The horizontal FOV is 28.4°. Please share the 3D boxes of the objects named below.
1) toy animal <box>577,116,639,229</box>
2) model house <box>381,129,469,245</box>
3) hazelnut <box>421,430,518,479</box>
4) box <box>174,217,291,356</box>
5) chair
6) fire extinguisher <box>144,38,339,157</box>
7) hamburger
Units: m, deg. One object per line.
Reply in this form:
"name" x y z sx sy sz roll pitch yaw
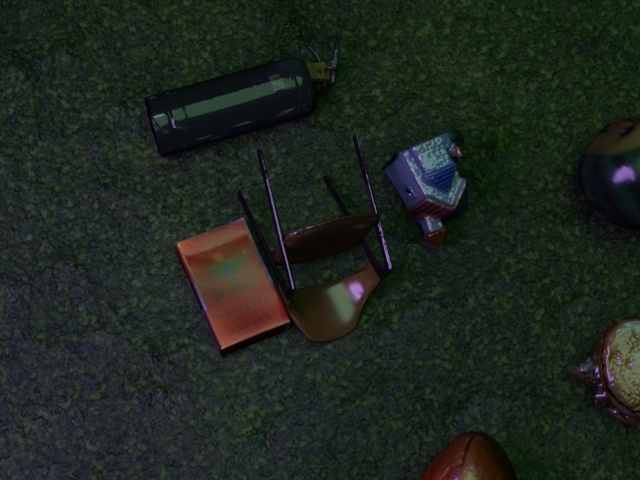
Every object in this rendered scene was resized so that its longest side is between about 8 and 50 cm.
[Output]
"toy animal" 0.549 -0.130 1.886 0.338 0.216 0.191 -30 102 -11
"model house" 0.176 -0.073 1.867 0.119 0.148 0.149 -20 86 -16
"hazelnut" 0.209 0.335 1.709 0.150 0.150 0.150 2 70 -5
"box" -0.128 0.067 1.828 0.112 0.048 0.175 -21 74 -12
"chair" 0.000 0.000 1.805 0.158 0.172 0.247 -12 68 -24
"fire extinguisher" -0.107 -0.218 1.906 0.311 0.095 0.114 -16 81 -10
"hamburger" 0.451 0.188 1.801 0.185 0.131 0.159 3 79 3
